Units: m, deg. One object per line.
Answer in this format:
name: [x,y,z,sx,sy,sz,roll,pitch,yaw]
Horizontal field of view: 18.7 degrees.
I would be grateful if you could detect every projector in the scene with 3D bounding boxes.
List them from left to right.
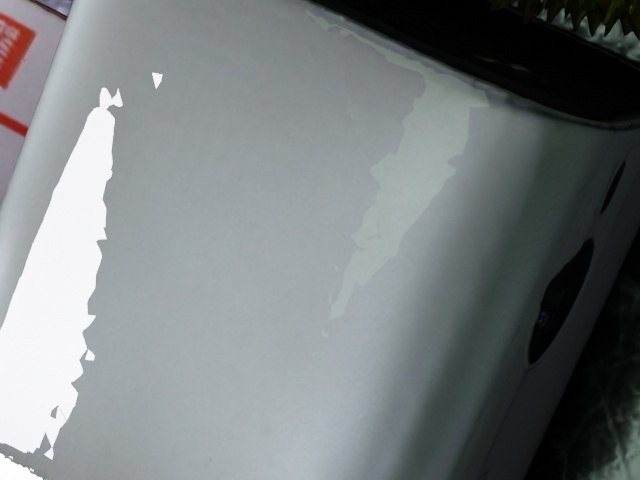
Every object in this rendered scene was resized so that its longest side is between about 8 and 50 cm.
projector: [0.000,0.000,0.911,0.248,0.248,0.249,27,106,17]

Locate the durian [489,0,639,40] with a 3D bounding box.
durian: [0.111,-0.234,0.880,0.291,0.224,0.291,-2,119,-4]

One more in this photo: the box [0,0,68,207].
box: [-0.178,-0.040,1.021,0.133,0.099,0.182,31,89,-21]
